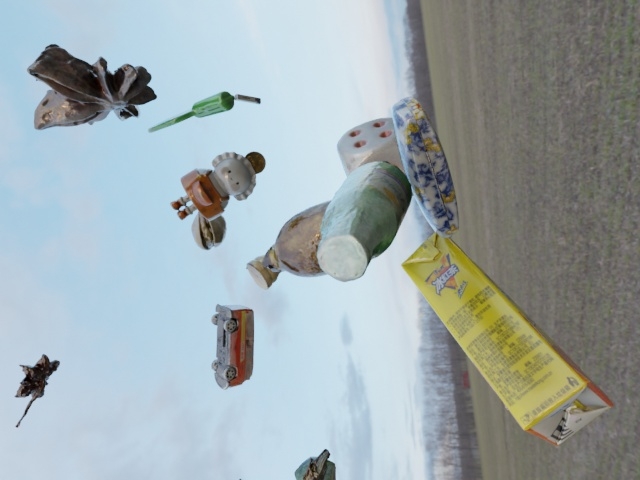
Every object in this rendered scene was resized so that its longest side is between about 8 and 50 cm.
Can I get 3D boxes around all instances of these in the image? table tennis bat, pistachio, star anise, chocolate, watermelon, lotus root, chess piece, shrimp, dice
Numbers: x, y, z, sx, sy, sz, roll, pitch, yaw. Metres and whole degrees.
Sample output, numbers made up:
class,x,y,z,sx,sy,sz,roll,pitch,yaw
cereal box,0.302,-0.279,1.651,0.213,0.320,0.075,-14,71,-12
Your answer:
class,x,y,z,sx,sy,sz,roll,pitch,yaw
table tennis bat,-0.276,-0.279,0.969,0.160,0.257,0.039,-43,-59,-39
pistachio,-0.403,-0.042,1.607,0.226,0.136,0.135,-116,8,-61
star anise,-0.441,-0.296,0.876,0.258,0.198,0.110,-20,-98,-48
star anise,-0.772,0.400,1.196,0.097,0.070,0.190,56,-124,-75
chocolate,0.058,-0.030,0.577,0.291,0.110,0.110,-53,-46,-66
watermelon,-0.007,0.524,0.968,0.092,0.085,0.072,-48,-59,-54
lotus root,0.000,0.000,0.892,0.145,0.260,0.128,52,-162,-42
chess piece,-0.146,0.053,1.767,0.301,0.137,0.137,-42,-47,-25
shrimp,-0.072,0.435,0.784,0.148,0.035,0.195,40,-110,-14
dice,0.162,-0.213,1.239,0.191,0.193,0.194,-107,-8,-52

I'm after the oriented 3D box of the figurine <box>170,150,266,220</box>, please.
class,x,y,z,sx,sy,sz,roll,pitch,yaw
figurine,-0.269,-0.148,1.192,0.143,0.271,0.143,48,163,20

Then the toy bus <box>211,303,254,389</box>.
class,x,y,z,sx,sy,sz,roll,pitch,yaw
toy bus,-0.183,0.222,0.948,0.077,0.079,0.174,-1,-87,-37

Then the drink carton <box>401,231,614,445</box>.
class,x,y,z,sx,sy,sz,roll,pitch,yaw
drink carton,0.286,0.142,0.742,0.155,0.111,0.351,35,-163,-39

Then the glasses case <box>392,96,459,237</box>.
class,x,y,z,sx,sy,sz,roll,pitch,yaw
glasses case,0.171,-0.111,0.717,0.086,0.065,0.247,-101,-15,-54

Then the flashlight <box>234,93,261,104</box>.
class,x,y,z,sx,sy,sz,roll,pitch,yaw
flashlight,-0.217,-0.422,1.335,0.083,0.018,0.018,-4,-89,-41
